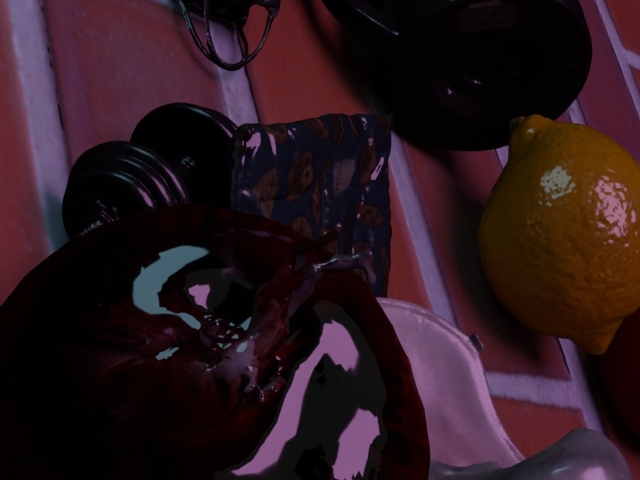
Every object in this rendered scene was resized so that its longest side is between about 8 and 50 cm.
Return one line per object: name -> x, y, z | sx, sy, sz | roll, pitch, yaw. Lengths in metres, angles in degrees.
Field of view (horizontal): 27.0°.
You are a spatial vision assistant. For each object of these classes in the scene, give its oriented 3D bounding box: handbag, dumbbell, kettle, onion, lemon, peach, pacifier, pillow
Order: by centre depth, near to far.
onion -> -0.065, 0.097, 0.729 | 0.273, 0.285, 0.273 | 6, 64, -11
pacifier -> 0.089, 0.189, 0.919 | 0.332, 0.273, 0.220 | 57, 17, -5
dumbbell -> -0.110, -0.037, 0.924 | 0.099, 0.099, 0.208 | 56, 33, -6
pillow -> -0.001, -0.001, 1.004 | 0.255, 0.034, 0.189 | -14, 109, -62
handbag -> -0.084, -0.209, 1.135 | 0.115, 0.072, 0.139 | 21, 62, -47
lemon -> 0.243, -0.008, 1.294 | 0.186, 0.186, 0.244 | -7, 82, -55
kettle -> 0.124, -0.250, 1.358 | 0.207, 0.250, 0.271 | 70, 8, -48
peach -> 0.381, 0.125, 1.432 | 0.189, 0.226, 0.196 | 3, 96, -17
